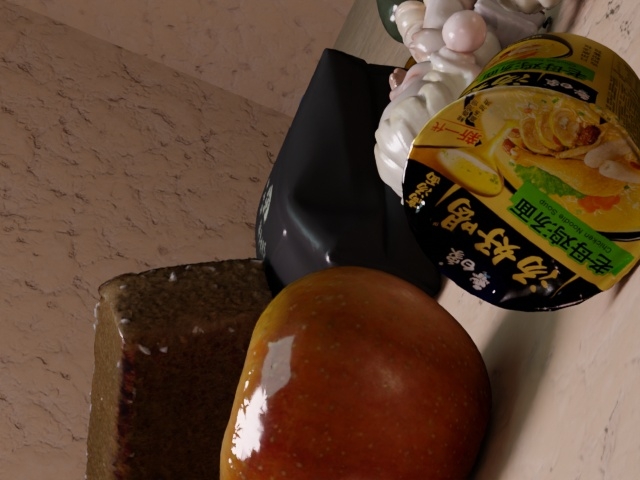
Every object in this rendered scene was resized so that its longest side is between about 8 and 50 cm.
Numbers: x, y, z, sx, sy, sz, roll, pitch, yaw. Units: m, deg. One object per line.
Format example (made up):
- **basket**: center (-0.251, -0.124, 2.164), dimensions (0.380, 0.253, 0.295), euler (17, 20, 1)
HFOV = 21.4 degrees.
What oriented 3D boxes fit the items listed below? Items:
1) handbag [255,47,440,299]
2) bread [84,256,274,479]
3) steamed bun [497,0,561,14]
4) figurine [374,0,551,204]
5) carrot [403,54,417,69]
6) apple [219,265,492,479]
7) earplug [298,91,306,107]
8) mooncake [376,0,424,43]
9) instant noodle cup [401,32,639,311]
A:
- **handbag**: center (0.000, 0.000, 1.711), dimensions (0.342, 0.152, 0.288), euler (-90, 21, -44)
- **bread**: center (-0.149, 0.196, 1.712), dimensions (0.113, 0.165, 0.416), euler (-112, 24, -43)
- **steamed bun**: center (0.185, -0.279, 1.432), dimensions (0.183, 0.106, 0.183), euler (-53, 11, 16)
- **figurine**: center (0.115, -0.110, 1.488), dimensions (0.182, 0.144, 0.257), euler (-36, 24, 40)
- **carrot**: center (0.128, -0.191, 1.996), dimensions (0.314, 0.066, 0.066), euler (-77, 10, -76)
- **apple**: center (0.025, 0.131, 1.201), dimensions (0.235, 0.173, 0.210), euler (97, -171, -77)
- **earplug**: center (0.013, -0.083, 2.336), dimensions (0.132, 0.132, 0.273), euler (118, 168, -46)
- **mooncake**: center (0.145, -0.285, 1.890), dimensions (0.104, 0.168, 0.175), euler (-102, 0, -51)
- **instant noodle cup**: center (0.133, -0.051, 1.024), dimensions (0.122, 0.151, 0.151), euler (-65, 1, -54)
